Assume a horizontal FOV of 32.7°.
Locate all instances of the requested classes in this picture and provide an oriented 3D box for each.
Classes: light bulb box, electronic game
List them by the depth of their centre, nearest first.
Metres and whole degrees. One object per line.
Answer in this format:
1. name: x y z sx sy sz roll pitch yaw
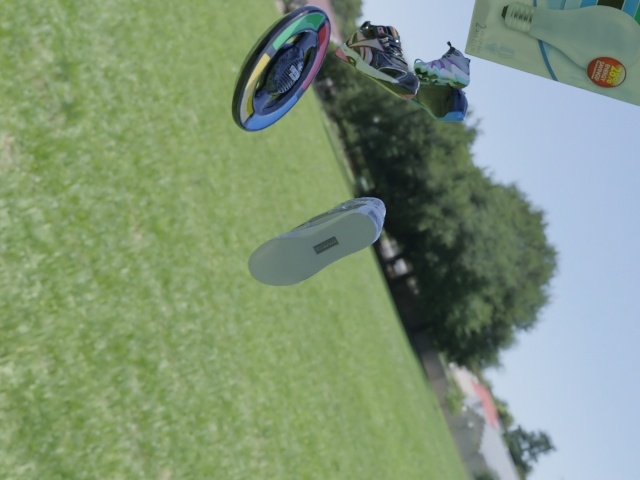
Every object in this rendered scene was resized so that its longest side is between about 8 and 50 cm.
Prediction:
1. electronic game: -0.061 -0.272 1.737 0.048 0.229 0.229 37 -7 17
2. light bulb box: 0.467 -0.455 1.828 0.358 0.361 0.225 93 19 -52

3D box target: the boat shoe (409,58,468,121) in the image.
1. boat shoe: 0.234 -0.302 2.111 0.258 0.109 0.089 -131 -141 -62

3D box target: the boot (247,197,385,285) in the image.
1. boot: 0.000 0.000 1.953 0.095 0.258 0.123 67 18 -11

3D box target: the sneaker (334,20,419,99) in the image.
1. sneaker: 0.083 -0.257 1.489 0.072 0.077 0.178 25 12 -40

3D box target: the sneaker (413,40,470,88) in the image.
1. sneaker: 0.191 -0.282 1.703 0.038 0.098 0.069 -16 -117 62
